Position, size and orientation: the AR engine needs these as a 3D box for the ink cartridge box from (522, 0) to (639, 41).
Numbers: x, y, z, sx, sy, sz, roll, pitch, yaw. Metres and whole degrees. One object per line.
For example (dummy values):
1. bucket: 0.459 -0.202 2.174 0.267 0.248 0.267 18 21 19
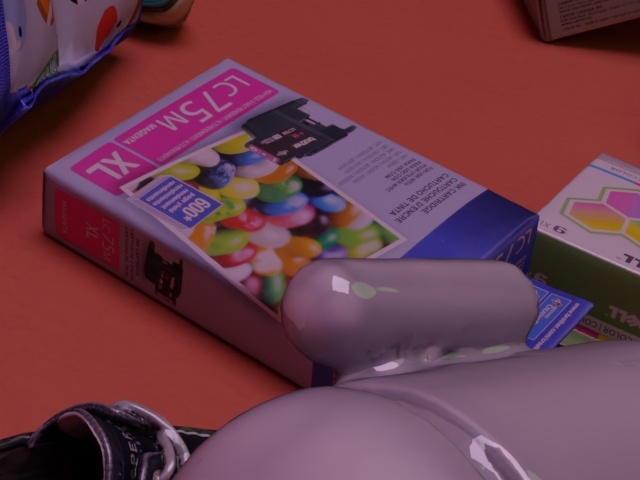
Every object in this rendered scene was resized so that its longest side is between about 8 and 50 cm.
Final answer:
1. ink cartridge box: 0.324 -0.301 1.592 0.275 0.060 0.239 -14 33 2

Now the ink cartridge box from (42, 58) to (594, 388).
1. ink cartridge box: 0.000 0.000 1.009 0.311 0.065 0.186 31 45 24

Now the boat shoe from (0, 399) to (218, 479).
1. boat shoe: -0.099 0.124 0.739 0.301 0.102 0.108 -7 35 -32

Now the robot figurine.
1. robot figurine: 0.068 0.147 0.646 0.353 0.199 0.300 -6 72 -42

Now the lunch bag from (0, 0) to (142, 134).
1. lunch bag: -0.289 -0.263 1.109 0.385 0.239 0.328 57 19 -11

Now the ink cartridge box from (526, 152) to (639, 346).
1. ink cartridge box: 0.197 0.018 1.089 0.109 0.062 0.209 25 31 20

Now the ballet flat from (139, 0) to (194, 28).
1. ballet flat: -0.219 -0.234 1.350 0.248 0.086 0.086 20 30 8
